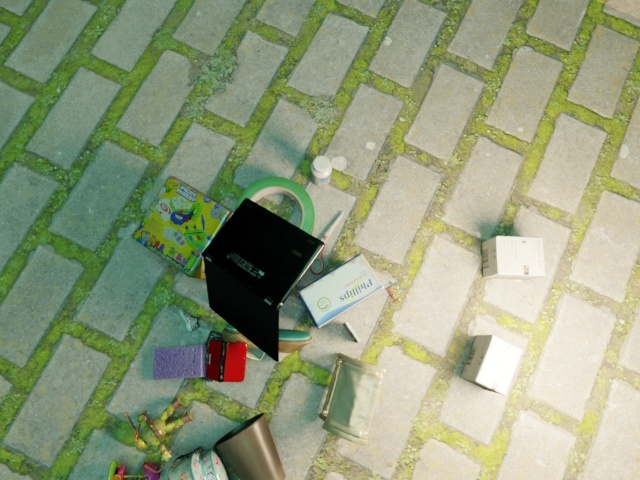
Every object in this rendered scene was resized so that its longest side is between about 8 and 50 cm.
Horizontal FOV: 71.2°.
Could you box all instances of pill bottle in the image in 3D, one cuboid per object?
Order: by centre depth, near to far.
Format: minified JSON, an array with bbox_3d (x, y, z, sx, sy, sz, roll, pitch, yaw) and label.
[{"bbox_3d":[0.002,-0.282,1.804,0.087,0.160,0.087,0,78,-2],"label":"pill bottle"}]

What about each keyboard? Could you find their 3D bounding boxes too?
[{"bbox_3d":[-0.405,0.446,1.713,0.108,0.023,0.180,19,79,3],"label":"keyboard"}]

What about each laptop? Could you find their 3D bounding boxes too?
[{"bbox_3d":[-0.209,0.133,1.576,0.381,0.236,0.408,30,79,29],"label":"laptop"}]

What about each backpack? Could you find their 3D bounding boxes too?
[{"bbox_3d":[-0.412,0.832,1.513,0.191,0.253,0.225,-24,79,-6],"label":"backpack"}]

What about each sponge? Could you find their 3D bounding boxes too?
[{"bbox_3d":[-0.530,0.457,1.675,0.210,0.031,0.117,-8,76,15],"label":"sponge"}]

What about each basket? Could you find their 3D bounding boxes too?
[{"bbox_3d":[-0.232,0.769,1.588,0.204,0.154,0.227,-31,84,-5],"label":"basket"}]

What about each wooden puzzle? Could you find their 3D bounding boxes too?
[{"bbox_3d":[0.298,0.203,1.787,0.049,0.006,0.083,-30,80,-7],"label":"wooden puzzle"}]

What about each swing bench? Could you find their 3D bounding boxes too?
[{"bbox_3d":[0.108,0.548,1.583,0.165,0.255,0.253,17,78,2],"label":"swing bench"}]

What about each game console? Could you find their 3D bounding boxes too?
[{"bbox_3d":[-0.347,0.442,1.647,0.124,0.085,0.144,0,83,39],"label":"game console"}]

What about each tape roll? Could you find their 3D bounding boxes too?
[{"bbox_3d":[-0.182,-0.094,1.804,0.321,0.077,0.322,0,77,-1],"label":"tape roll"}]

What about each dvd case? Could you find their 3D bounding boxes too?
[{"bbox_3d":[0.118,0.349,1.695,0.013,0.119,0.087,-34,80,-8],"label":"dvd case"}]

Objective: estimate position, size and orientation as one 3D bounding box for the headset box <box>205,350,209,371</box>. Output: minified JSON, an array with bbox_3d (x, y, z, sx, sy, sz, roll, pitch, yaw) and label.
[{"bbox_3d":[-0.419,0.458,1.683,0.083,0.032,0.062,25,80,11],"label":"headset box"}]

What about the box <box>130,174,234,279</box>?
[{"bbox_3d":[-0.494,-0.045,1.695,0.289,0.177,0.279,31,88,15],"label":"box"}]

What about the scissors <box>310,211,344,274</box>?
[{"bbox_3d":[0.000,0.000,1.816,0.108,0.021,0.297,21,80,5],"label":"scissors"}]

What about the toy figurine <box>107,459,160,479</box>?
[{"bbox_3d":[-0.653,0.857,1.586,0.159,0.130,0.173,-3,100,-11],"label":"toy figurine"}]

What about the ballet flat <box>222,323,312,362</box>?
[{"bbox_3d":[-0.205,0.395,1.693,0.342,0.116,0.124,5,98,0],"label":"ballet flat"}]

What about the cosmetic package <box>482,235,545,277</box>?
[{"bbox_3d":[0.750,0.071,1.750,0.183,0.151,0.151,1,79,-1],"label":"cosmetic package"}]

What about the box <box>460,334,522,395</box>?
[{"bbox_3d":[0.627,0.455,1.652,0.119,0.182,0.181,25,78,4],"label":"box"}]

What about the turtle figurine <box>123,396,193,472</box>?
[{"bbox_3d":[-0.590,0.668,1.616,0.217,0.087,0.269,-38,56,-20],"label":"turtle figurine"}]

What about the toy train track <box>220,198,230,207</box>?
[{"bbox_3d":[-0.403,-0.138,1.840,0.048,0.014,0.083,35,80,6],"label":"toy train track"}]

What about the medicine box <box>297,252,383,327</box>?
[{"bbox_3d":[0.065,0.193,1.639,0.263,0.289,0.149,-31,80,-7],"label":"medicine box"}]

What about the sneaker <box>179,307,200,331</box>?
[{"bbox_3d":[-0.500,0.299,1.736,0.069,0.038,0.098,-26,89,-8],"label":"sneaker"}]
